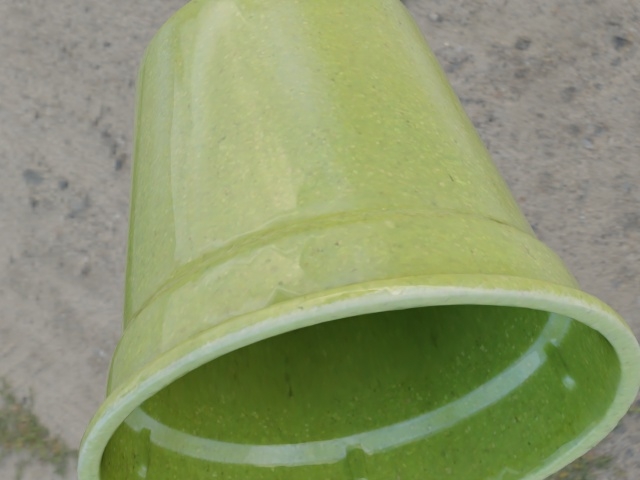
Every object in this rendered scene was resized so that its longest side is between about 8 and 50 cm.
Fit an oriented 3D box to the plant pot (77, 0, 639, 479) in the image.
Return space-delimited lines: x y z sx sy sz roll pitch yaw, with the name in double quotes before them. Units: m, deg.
"plant pot" 0.000 0.000 0.598 0.276 0.276 0.253 -34 50 28
